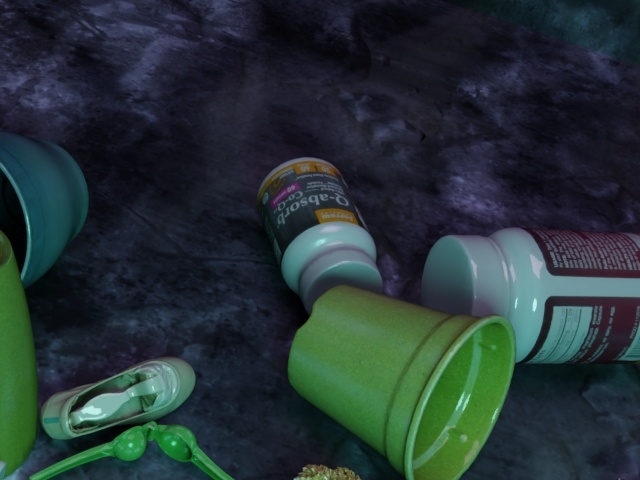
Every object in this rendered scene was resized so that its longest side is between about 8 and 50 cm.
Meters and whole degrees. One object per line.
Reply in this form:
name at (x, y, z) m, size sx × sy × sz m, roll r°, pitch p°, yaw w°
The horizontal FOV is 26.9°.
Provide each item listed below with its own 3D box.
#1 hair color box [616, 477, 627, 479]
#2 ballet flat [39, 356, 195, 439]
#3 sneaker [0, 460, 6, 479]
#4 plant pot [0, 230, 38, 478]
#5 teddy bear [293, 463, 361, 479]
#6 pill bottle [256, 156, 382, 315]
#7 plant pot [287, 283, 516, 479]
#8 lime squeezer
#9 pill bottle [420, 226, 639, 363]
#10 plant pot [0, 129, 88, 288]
hair color box at (0.553, 0.469, 1.837) m, size 0.347 × 0.105 × 0.174 m, roll 19°, pitch 34°, yaw 1°
ballet flat at (-0.263, 0.215, 1.840) m, size 0.248 × 0.086 × 0.086 m, roll -19°, pitch 48°, yaw -36°
sneaker at (-0.497, 0.330, 1.554) m, size 0.169 × 0.108 × 0.292 m, roll 24°, pitch 35°, yaw 4°
plant pot at (-0.475, 0.123, 1.691) m, size 0.274 × 0.294 × 0.275 m, roll 12°, pitch 34°, yaw -9°
teddy bear at (0.111, 0.382, 1.640) m, size 0.338 × 0.113 × 0.245 m, roll 38°, pitch -3°, yaw 39°
pill bottle at (0.000, 0.000, 2.204) m, size 0.162 × 0.162 × 0.278 m, roll 2°, pitch 36°, yaw -22°
plant pot at (0.103, 0.189, 1.924) m, size 0.253 × 0.276 × 0.276 m, roll 24°, pitch 32°, yaw 30°
lime squeezer at (-0.231, 0.295, 1.789) m, size 0.310 × 0.059 × 0.110 m, roll 9°, pitch 65°, yaw -16°
pill bottle at (0.378, 0.092, 2.190) m, size 0.392 × 0.224 × 0.224 m, roll 3°, pitch 36°, yaw -22°
plant pot at (-0.483, -0.047, 1.981) m, size 0.271 × 0.272 × 0.255 m, roll 26°, pitch 20°, yaw 12°
